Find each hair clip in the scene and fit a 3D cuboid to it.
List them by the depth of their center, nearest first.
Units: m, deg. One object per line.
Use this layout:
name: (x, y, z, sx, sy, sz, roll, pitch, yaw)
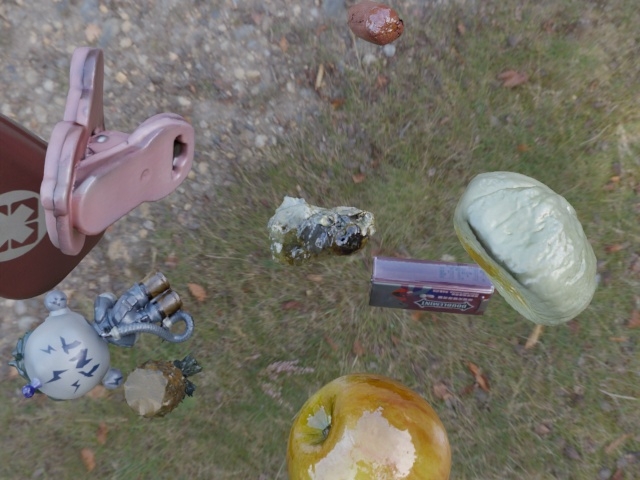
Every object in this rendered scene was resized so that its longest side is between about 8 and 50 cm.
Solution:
hair clip: (-0.170, -0.059, 0.587, 0.102, 0.138, 0.123, 23, 134, 21)

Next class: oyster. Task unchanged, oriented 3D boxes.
oyster: (0.007, -0.013, 1.722, 0.233, 0.107, 0.161, -10, 120, -4)

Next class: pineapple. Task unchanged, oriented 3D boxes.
pineapple: (-0.331, 0.306, 1.772, 0.128, 0.248, 0.128, 0, 90, 10)

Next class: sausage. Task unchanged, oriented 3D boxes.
sausage: (0.095, -0.387, 1.448, 0.076, 0.141, 0.076, -9, 117, -19)

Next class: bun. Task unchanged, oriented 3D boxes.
bun: (0.305, 0.006, 1.177, 0.153, 0.244, 0.244, -41, 85, 4)

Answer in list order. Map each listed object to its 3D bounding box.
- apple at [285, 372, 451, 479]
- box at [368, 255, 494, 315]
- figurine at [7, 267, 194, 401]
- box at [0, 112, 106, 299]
apple: (0.073, 0.356, 1.344, 0.233, 0.286, 0.286, 42, 90, -19)
box: (0.204, 0.086, 1.527, 0.224, 0.120, 0.069, 3, 59, 2)
figurine: (-0.501, 0.206, 1.813, 0.382, 0.186, 0.261, -36, 93, -18)
box: (-0.498, -0.050, 1.236, 0.263, 0.404, 0.108, -47, 59, 0)
